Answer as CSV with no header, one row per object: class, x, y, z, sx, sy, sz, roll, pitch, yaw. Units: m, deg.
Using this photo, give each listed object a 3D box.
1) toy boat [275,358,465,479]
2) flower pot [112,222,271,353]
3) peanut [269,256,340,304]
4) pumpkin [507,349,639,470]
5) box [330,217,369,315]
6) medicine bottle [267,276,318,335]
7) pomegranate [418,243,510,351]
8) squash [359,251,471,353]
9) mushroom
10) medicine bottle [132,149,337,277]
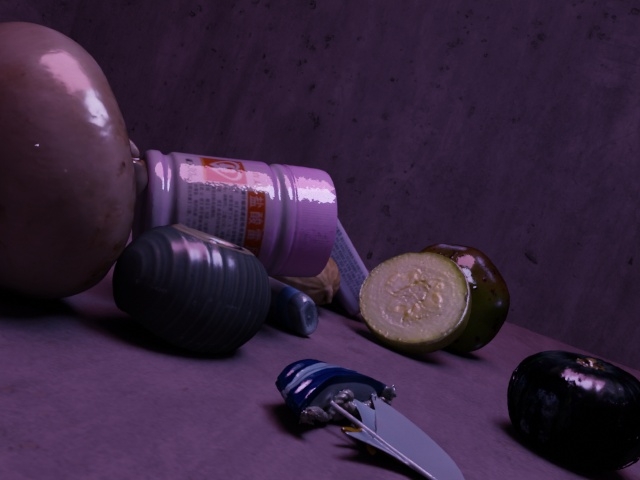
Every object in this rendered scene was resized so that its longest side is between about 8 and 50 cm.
toy boat,0.091,0.228,0.801,0.291,0.067,0.220,25,5,32
flower pot,-0.178,0.068,0.967,0.189,0.157,0.243,26,3,41
peanut,-0.099,0.060,1.570,0.291,0.143,0.159,19,-14,18
pumpkin,0.420,0.270,1.094,0.233,0.163,0.233,17,3,-1
box,0.000,0.000,1.684,0.370,0.112,0.190,58,-13,-18
medicine bottle,-0.093,0.115,1.322,0.208,0.090,0.053,21,46,39
pomegranate,0.327,0.161,1.710,0.290,0.291,0.323,21,29,17
squash,0.210,0.130,1.506,0.252,0.252,0.049,21,-27,27
mushroom,-0.358,-0.106,0.908,0.294,0.363,0.362,-16,27,-39
medicine bottle,-0.149,-0.040,1.152,0.315,0.202,0.202,3,10,-22
